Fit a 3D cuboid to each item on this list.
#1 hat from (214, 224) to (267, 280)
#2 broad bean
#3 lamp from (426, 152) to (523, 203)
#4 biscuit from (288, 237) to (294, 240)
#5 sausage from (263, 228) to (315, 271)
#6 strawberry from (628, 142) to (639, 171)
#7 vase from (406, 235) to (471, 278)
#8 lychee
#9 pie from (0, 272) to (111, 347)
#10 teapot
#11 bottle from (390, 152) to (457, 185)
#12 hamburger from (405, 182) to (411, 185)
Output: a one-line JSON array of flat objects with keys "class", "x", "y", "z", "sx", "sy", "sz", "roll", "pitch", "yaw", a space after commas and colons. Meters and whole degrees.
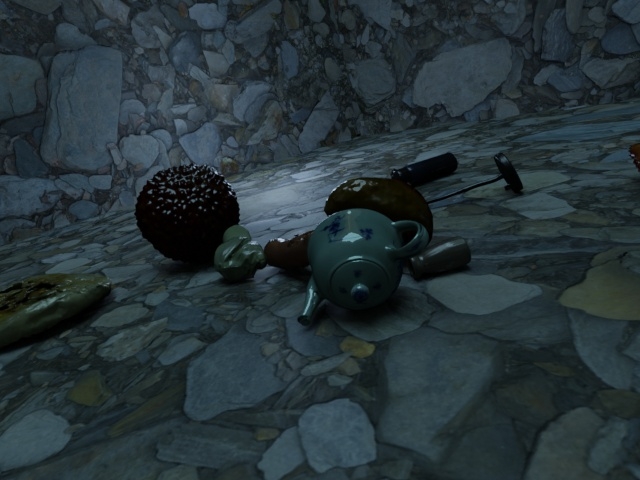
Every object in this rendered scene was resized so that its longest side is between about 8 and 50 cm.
[{"class": "hat", "x": -0.188, "y": 0.022, "z": 0.990, "sx": 0.081, "sy": 0.122, "sz": 0.166, "roll": 24, "pitch": 26, "yaw": -35}, {"class": "broad bean", "x": 0.116, "y": -0.048, "z": 0.858, "sx": 0.228, "sy": 0.122, "sz": 0.156, "roll": 21, "pitch": -26, "yaw": -20}, {"class": "lamp", "x": 0.323, "y": -0.143, "z": 1.158, "sx": 0.371, "sy": 0.108, "sz": 0.130, "roll": -10, "pitch": 17, "yaw": 10}, {"class": "biscuit", "x": 0.000, "y": 0.000, "z": 1.032, "sx": 0.231, "sy": 0.025, "sz": 0.131, "roll": -6, "pitch": 4, "yaw": 21}, {"class": "sausage", "x": -0.025, "y": 0.016, "z": 0.872, "sx": 0.078, "sy": 0.078, "sz": 0.304, "roll": -24, "pitch": 5, "yaw": -33}, {"class": "strawberry", "x": 0.747, "y": -0.163, "z": 0.947, "sx": 0.140, "sy": 0.085, "sz": 0.192, "roll": -41, "pitch": 24, "yaw": -23}, {"class": "vase", "x": 0.202, "y": 0.031, "z": 0.775, "sx": 0.100, "sy": 0.053, "sz": 0.053, "roll": -18, "pitch": 17, "yaw": -4}, {"class": "lychee", "x": -0.345, "y": -0.075, "z": 1.176, "sx": 0.264, "sy": 0.264, "sz": 0.300, "roll": -20, "pitch": 42, "yaw": -22}, {"class": "pie", "x": -0.640, "y": 0.144, "z": 0.994, "sx": 0.339, "sy": 0.077, "sz": 0.339, "roll": -11, "pitch": 17, "yaw": 3}, {"class": "teapot", "x": 0.061, "y": 0.042, "z": 0.686, "sx": 0.232, "sy": 0.159, "sz": 0.159, "roll": -35, "pitch": 10, "yaw": 18}, {"class": "bottle", "x": 0.347, "y": -0.230, "z": 1.505, "sx": 0.244, "sy": 0.082, "sz": 0.072, "roll": -19, "pitch": -27, "yaw": -23}, {"class": "hamburger", "x": 0.239, "y": -0.151, "z": 1.369, "sx": 0.076, "sy": 0.044, "sz": 0.083, "roll": -23, "pitch": 16, "yaw": -33}]
